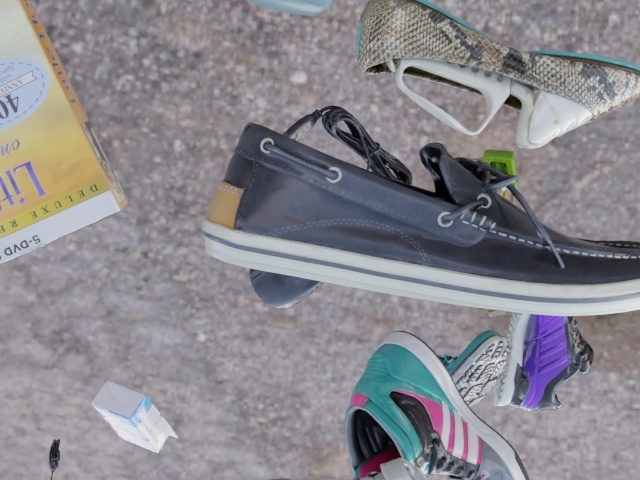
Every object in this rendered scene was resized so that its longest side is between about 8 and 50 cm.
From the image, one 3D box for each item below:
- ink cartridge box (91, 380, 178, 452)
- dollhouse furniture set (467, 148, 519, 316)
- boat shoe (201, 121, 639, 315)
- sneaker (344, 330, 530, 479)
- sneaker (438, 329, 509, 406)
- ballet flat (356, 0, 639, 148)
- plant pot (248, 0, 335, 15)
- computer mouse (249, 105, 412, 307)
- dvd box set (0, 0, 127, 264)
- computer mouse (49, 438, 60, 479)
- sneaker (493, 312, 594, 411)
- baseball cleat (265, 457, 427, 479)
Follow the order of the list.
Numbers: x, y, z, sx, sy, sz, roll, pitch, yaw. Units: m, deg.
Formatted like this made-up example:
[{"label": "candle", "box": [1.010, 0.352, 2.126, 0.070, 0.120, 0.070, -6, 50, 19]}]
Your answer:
[{"label": "ink cartridge box", "box": [-0.370, 0.364, 2.089, 0.104, 0.060, 0.180, 14, 148, 29]}, {"label": "dollhouse furniture set", "box": [0.269, -0.015, 1.859, 0.151, 0.301, 0.197, -4, 118, 18]}, {"label": "boat shoe", "box": [0.134, -0.019, 1.065, 0.501, 0.155, 0.187, 10, -177, -6]}, {"label": "sneaker", "box": [0.136, 0.279, 1.322, 0.295, 0.178, 0.124, 51, 146, -5]}, {"label": "sneaker", "box": [0.167, 0.213, 1.554, 0.107, 0.110, 0.275, 2, 141, -46]}, {"label": "ballet flat", "box": [0.282, -0.245, 1.659, 0.483, 0.181, 0.164, 16, 169, -8]}, {"label": "plant pot", "box": [-0.031, -0.464, 1.601, 0.195, 0.290, 0.290, 44, 140, -16]}, {"label": "computer mouse", "box": [-0.008, -0.046, 1.325, 0.184, 0.262, 0.060, 49, 171, -20]}, {"label": "dvd box set", "box": [-0.402, -0.157, 0.928, 0.308, 0.420, 0.062, -23, -169, 1]}, {"label": "computer mouse", "box": [-0.530, 0.502, 2.079, 0.041, 0.242, 0.071, 10, 136, -17]}, {"label": "sneaker", "box": [0.396, 0.155, 1.757, 0.146, 0.293, 0.102, 14, -166, 1]}, {"label": "baseball cleat", "box": [0.034, 0.262, 1.080, 0.206, 0.072, 0.109, 17, 112, -20]}]
